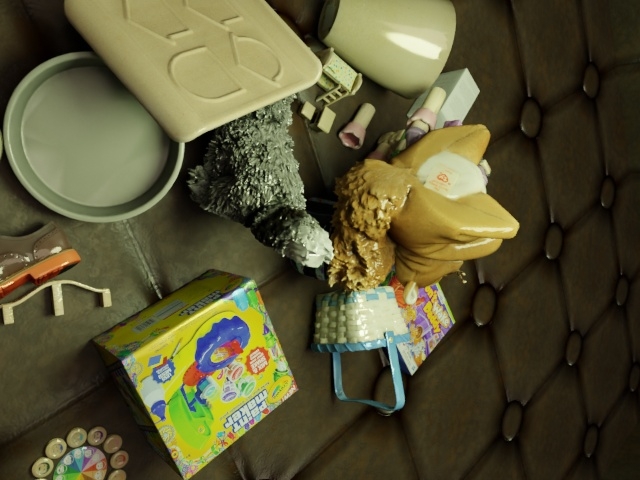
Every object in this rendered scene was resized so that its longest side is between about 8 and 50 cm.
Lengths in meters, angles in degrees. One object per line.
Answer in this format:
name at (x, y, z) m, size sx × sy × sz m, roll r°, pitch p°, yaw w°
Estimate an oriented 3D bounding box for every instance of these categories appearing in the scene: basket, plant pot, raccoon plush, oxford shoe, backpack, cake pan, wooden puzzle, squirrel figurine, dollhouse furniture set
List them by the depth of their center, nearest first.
oxford shoe at (-0.552, 0.052, 0.895) m, size 0.271 × 0.097 × 0.098 m, roll -29°, pitch 91°, yaw -38°
cake pan at (-0.394, -0.180, 0.959) m, size 0.293 × 0.054 × 0.294 m, roll -5°, pitch 105°, yaw -19°
wooden puzzle at (-0.215, -0.342, 0.967) m, size 0.322 × 0.080 × 0.347 m, roll 48°, pitch 54°, yaw 6°
raccoon plush at (-0.070, -0.171, 1.048) m, size 0.216 × 0.446 × 0.299 m, roll 1°, pitch 112°, yaw -51°
squirrel figurine at (0.190, -0.021, 1.201) m, size 0.396 × 0.371 × 0.281 m, roll -7°, pitch 59°, yaw -10°
dollhouse furniture set at (-0.013, -0.371, 1.275) m, size 0.181 × 0.101 × 0.161 m, roll 30°, pitch 75°, yaw -36°
backpack at (0.000, 0.000, 1.286) m, size 0.117 × 0.158 × 0.174 m, roll -33°, pitch 128°, yaw -52°
basket at (0.103, 0.259, 1.322) m, size 0.201 × 0.254 × 0.289 m, roll 2°, pitch 82°, yaw -34°
plant pot at (0.141, -0.509, 1.323) m, size 0.273 × 0.256 × 0.257 m, roll 10°, pitch 87°, yaw -23°

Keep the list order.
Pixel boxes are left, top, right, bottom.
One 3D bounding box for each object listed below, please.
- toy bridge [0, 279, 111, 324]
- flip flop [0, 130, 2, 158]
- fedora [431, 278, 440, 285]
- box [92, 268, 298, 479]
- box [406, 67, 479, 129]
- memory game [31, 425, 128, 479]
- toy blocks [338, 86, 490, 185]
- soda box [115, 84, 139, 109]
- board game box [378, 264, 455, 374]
toy bridge at (-0.482, 0.105, 0.982) m, size 0.188 × 0.026 × 0.063 m, roll -7°, pitch 95°, yaw -38°
flip flop at (-0.608, -0.092, 0.824) m, size 0.277 × 0.080 × 0.112 m, roll -48°, pitch 116°, yaw -20°
fedora at (0.324, 0.036, 1.488) m, size 0.194 × 0.079 × 0.195 m, roll -7°, pitch 100°, yaw -39°
box at (-0.244, 0.254, 1.092) m, size 0.289 × 0.177 × 0.279 m, roll -33°, pitch 114°, yaw -32°
box at (0.354, -0.395, 1.551) m, size 0.091 × 0.130 × 0.171 m, roll 46°, pitch 67°, yaw -32°
memory game at (-0.461, 0.449, 1.035) m, size 0.186 × 0.012 × 0.186 m, roll -3°, pitch 95°, yaw -39°
toy blocks at (0.217, -0.173, 1.361) m, size 0.309 × 0.288 × 0.260 m, roll 47°, pitch 59°, yaw -34°
soda box at (-0.331, -0.345, 1.043) m, size 0.071 × 0.067 × 0.210 m, roll 28°, pitch 75°, yaw -37°
board game box at (0.236, 0.172, 1.533) m, size 0.233 × 0.078 × 0.347 m, roll -42°, pitch 118°, yaw -29°
